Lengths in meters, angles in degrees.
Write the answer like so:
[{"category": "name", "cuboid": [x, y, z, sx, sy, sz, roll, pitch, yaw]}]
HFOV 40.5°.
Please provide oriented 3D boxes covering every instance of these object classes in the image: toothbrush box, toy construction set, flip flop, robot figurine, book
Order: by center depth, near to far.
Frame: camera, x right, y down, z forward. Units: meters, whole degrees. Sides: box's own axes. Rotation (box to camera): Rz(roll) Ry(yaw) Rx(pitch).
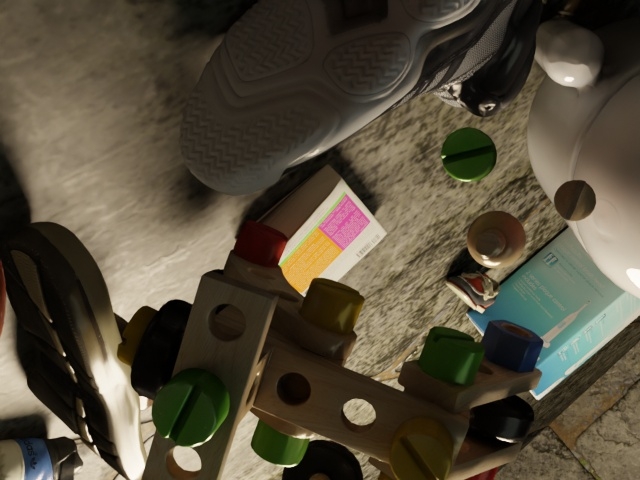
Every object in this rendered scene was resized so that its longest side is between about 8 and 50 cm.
[{"category": "toy construction set", "cuboid": [0.032, 0.062, 0.515, 0.309, 0.257, 0.237, -45, 171, 12]}, {"category": "flip flop", "cuboid": [-0.147, 0.078, 0.592, 0.080, 0.112, 0.277, -41, 154, -32]}, {"category": "robot figurine", "cuboid": [0.283, -0.068, 0.692, 0.199, 0.300, 0.353, -51, -168, 17]}, {"category": "book", "cuboid": [0.000, 0.000, 0.727, 0.096, 0.035, 0.144, -43, 155, 1]}, {"category": "toothbrush box", "cuboid": [0.376, 0.078, 1.250, 0.295, 0.126, 0.216, -41, 154, 4]}]

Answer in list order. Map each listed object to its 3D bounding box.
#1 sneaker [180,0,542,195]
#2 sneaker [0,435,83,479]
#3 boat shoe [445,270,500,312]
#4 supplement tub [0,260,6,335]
[{"category": "sneaker", "cuboid": [0.047, -0.105, 0.530, 0.268, 0.101, 0.153, -42, 152, -1]}, {"category": "sneaker", "cuboid": [-0.248, 0.218, 0.717, 0.085, 0.058, 0.152, 4, 125, -44]}, {"category": "boat shoe", "cuboid": [0.189, 0.058, 1.057, 0.043, 0.049, 0.137, -47, 156, 8]}, {"category": "supplement tub", "cuboid": [-0.238, 0.023, 0.354, 0.106, 0.106, 0.198, -47, 154, 16]}]
